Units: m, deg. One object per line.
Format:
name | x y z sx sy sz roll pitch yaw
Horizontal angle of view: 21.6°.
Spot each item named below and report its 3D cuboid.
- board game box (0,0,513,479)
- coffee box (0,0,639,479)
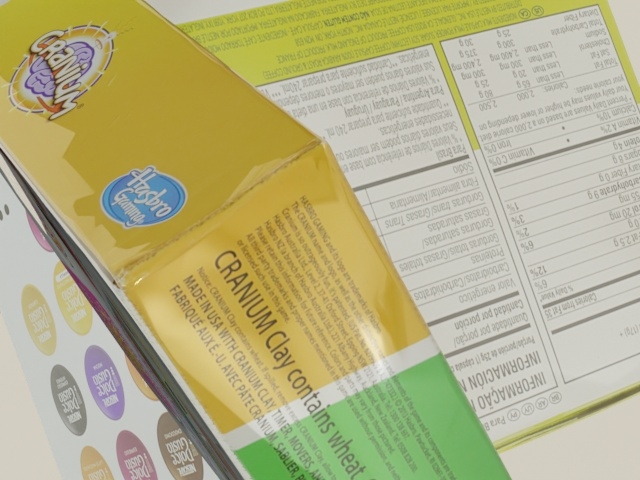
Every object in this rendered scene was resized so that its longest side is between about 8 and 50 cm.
board game box | -0.041 0.019 0.595 0.064 0.316 0.242 -36 124 -9
coffee box | 0.000 0.000 1.127 0.338 0.337 0.334 -18 85 -33
